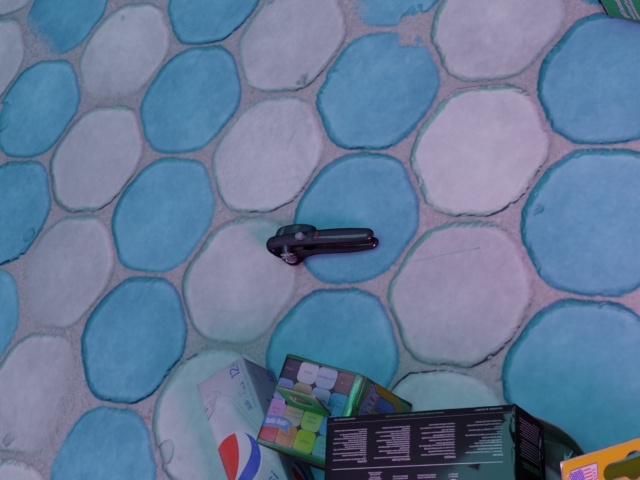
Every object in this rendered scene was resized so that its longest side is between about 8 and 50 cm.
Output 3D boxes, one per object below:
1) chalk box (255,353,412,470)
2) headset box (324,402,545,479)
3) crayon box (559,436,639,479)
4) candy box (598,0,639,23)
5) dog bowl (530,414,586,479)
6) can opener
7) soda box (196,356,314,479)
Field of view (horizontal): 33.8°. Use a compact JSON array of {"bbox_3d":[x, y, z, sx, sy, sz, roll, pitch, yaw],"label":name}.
[{"bbox_3d":[0.011,0.244,1.435,0.132,0.213,0.132,11,75,34],"label":"chalk box"},{"bbox_3d":[0.136,0.352,1.241,0.246,0.131,0.283,-10,64,26],"label":"headset box"},{"bbox_3d":[0.316,0.360,1.118,0.083,0.203,0.323,4,100,60],"label":"crayon box"},{"bbox_3d":[0.579,-0.413,1.458,0.317,0.122,0.268,24,83,37],"label":"candy box"},{"bbox_3d":[0.224,0.392,1.316,0.348,0.102,0.349,-12,63,25],"label":"dog bowl"},{"bbox_3d":[0.000,0.000,1.646,0.186,0.059,0.073,-4,67,29],"label":"can opener"},{"bbox_3d":[-0.082,0.317,1.528,0.091,0.098,0.286,-33,57,14],"label":"soda box"}]
